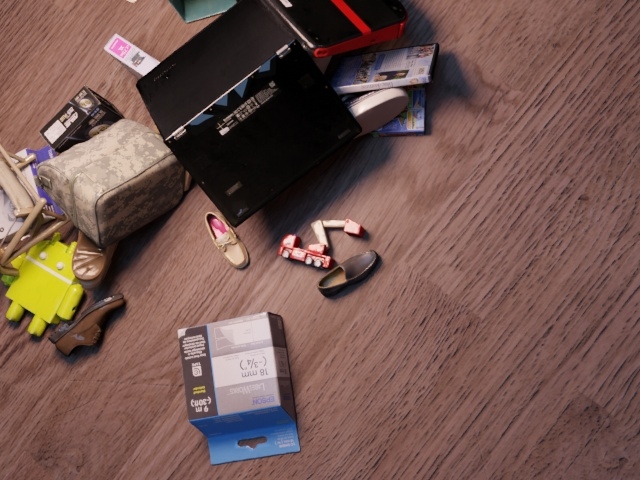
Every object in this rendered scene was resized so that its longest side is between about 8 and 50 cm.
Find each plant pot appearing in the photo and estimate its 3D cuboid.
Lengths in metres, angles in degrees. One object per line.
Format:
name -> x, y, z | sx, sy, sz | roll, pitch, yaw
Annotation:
plant pot -> -0.333, -0.753, 2.000 | 0.165, 0.166, 0.234 | -12, 69, 13

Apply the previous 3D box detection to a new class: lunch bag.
lunch bag -> -0.528, -0.167, 1.868 | 0.256, 0.213, 0.305 | 37, 52, 20

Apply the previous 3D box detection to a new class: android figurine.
android figurine -> -0.745, 0.113, 2.000 | 0.248, 0.056, 0.273 | 28, 90, 18

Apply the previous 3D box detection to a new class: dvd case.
dvd case -> 0.153, -0.413, 1.775 | 0.253, 0.022, 0.180 | -4, 37, 19

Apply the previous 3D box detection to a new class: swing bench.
swing bench -> -0.832, -0.086, 1.948 | 0.254, 0.165, 0.253 | -43, 71, 4

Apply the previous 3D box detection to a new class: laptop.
laptop -> -0.182, -0.322, 1.768 | 0.382, 0.236, 0.408 | -37, 105, 5

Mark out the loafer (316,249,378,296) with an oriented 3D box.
loafer -> 0.066, 0.078, 1.783 | 0.170, 0.061, 0.062 | -37, 72, 5

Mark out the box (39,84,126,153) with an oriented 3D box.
box -> -0.641, -0.309, 2.001 | 0.180, 0.147, 0.077 | -44, 72, 3

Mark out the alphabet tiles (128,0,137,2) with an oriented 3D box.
alphabet tiles -> -0.530, -0.836, 2.136 | 0.284, 0.021, 0.278 | 32, 89, 18

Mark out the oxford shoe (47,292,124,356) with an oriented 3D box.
oxford shoe -> -0.594, 0.222, 1.935 | 0.227, 0.083, 0.096 | -37, 91, 7

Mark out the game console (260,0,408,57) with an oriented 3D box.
game console -> -0.007, -0.594, 1.749 | 0.342, 0.060, 0.386 | -28, 69, -34

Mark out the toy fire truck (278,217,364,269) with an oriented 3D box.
toy fire truck -> 0.000, 0.000, 1.823 | 0.192, 0.047, 0.135 | 15, 84, 18

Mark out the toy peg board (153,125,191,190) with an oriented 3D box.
toy peg board -> -0.359, -0.246, 1.934 | 0.079, 0.161, 0.161 | -28, 68, -36

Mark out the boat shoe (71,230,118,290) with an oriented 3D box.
boat shoe -> -0.583, -0.015, 1.950 | 0.109, 0.098, 0.302 | 8, 61, -4

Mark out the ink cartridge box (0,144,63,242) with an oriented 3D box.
ink cartridge box -> -0.830, -0.139, 2.073 | 0.224, 0.045, 0.223 | -25, 74, 9

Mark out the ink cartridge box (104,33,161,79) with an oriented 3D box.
ink cartridge box -> -0.402, -0.411, 1.935 | 0.311, 0.186, 0.065 | 37, 89, 18

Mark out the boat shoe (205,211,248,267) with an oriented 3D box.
boat shoe -> -0.246, -0.003, 1.883 | 0.063, 0.059, 0.170 | -38, 73, 5

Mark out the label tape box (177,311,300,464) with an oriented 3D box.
label tape box -> -0.197, 0.359, 1.779 | 0.240, 0.106, 0.334 | -13, 76, 13

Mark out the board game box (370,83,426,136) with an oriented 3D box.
board game box -> 0.196, -0.361, 1.844 | 0.136, 0.035, 0.201 | 1, 80, 15

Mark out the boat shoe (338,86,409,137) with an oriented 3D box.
boat shoe -> 0.043, -0.328, 1.812 | 0.340, 0.127, 0.158 | -26, 71, 22

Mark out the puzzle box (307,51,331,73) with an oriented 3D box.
puzzle box -> -0.117, -0.392, 1.865 | 0.272, 0.052, 0.409 | 20, 85, 44
